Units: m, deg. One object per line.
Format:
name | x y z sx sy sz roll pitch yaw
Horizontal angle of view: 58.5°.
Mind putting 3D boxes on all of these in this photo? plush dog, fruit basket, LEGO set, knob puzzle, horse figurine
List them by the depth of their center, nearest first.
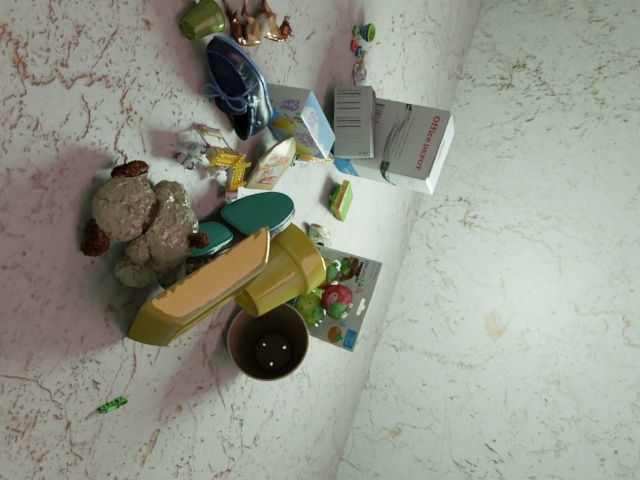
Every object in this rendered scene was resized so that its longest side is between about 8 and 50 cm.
plush dog | -0.374 -0.040 1.200 0.225 0.211 0.262 33 71 -40
horse figurine | -0.164 -0.561 1.444 0.263 0.066 0.174 -53 145 -45
LEGO set | -0.262 -0.208 1.469 0.132 0.107 0.287 -37 161 4
knob puzzle | -0.143 -0.237 1.712 0.213 0.030 0.213 -44 163 -17
fruit basket | 0.013 0.185 2.022 0.165 0.353 0.326 27 81 -51

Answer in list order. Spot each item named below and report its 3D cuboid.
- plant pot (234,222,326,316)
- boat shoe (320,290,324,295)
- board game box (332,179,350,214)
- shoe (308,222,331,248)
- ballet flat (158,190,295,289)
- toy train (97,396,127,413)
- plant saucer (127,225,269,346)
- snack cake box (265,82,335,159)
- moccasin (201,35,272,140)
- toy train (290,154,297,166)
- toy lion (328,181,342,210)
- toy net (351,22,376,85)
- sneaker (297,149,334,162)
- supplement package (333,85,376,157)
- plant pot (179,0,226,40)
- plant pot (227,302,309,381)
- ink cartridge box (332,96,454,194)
plant pot | -0.153 0.098 1.729 0.239 0.254 0.253 -40 144 -26
boat shoe | -0.053 0.213 2.230 0.123 0.124 0.341 147 -44 -78
board game box | 0.095 -0.155 2.324 0.259 0.039 0.124 50 60 -77
shoe | 0.000 0.000 2.215 0.219 0.077 0.058 64 42 -62
ballet flat | -0.259 0.003 1.549 0.483 0.164 0.182 -32 157 -50
toy train | -0.503 0.401 1.385 0.083 0.024 0.017 -17 121 -64
plant saucer | -0.269 0.128 1.323 0.333 0.081 0.333 -36 177 -30
snack cake box | -0.069 -0.350 1.700 0.089 0.152 0.264 -69 157 -14
moccasin | -0.199 -0.354 1.412 0.116 0.138 0.342 -55 156 -11
toy train | -0.076 -0.313 1.865 0.027 0.036 0.158 35 74 -53
toy lion | 0.064 -0.171 2.311 0.096 0.034 0.100 74 38 -64
toy net | 0.155 -0.686 2.130 0.122 0.045 0.232 -43 144 -51
sneaker | -0.011 -0.312 1.966 0.215 0.084 0.083 -17 112 -65
supplement package | 0.124 -0.418 2.038 0.139 0.134 0.243 -19 110 -77
plant pot | -0.265 -0.481 1.258 0.079 0.083 0.083 -46 147 -28
plant pot | -0.164 0.352 1.907 0.274 0.257 0.256 91 22 -71
ink cartridge box | 0.278 -0.369 2.184 0.285 0.395 0.166 -69 157 -10
